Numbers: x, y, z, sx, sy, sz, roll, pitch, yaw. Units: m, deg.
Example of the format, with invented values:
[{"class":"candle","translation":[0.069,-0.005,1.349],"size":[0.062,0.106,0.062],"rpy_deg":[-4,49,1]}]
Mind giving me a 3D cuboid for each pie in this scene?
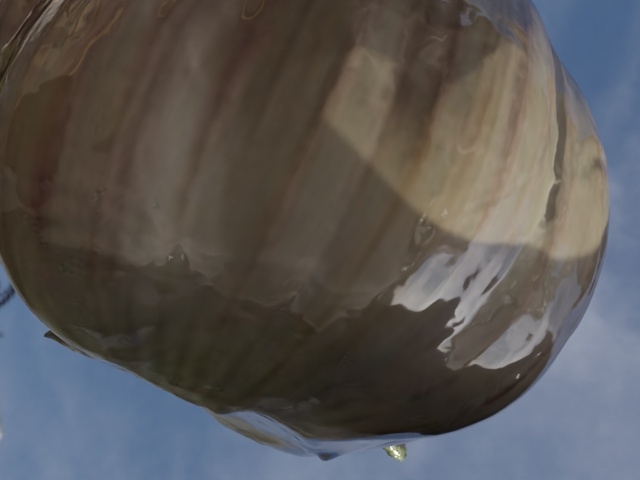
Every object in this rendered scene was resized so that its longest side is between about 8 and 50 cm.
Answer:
[{"class":"pie","translation":[0.052,0.148,0.977],"size":[0.021,0.084,0.084],"rpy_deg":[-28,-117,4]}]

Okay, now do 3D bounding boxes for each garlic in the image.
[{"class":"garlic","translation":[-0.009,-0.040,0.542],"size":[0.317,0.317,0.259],"rpy_deg":[10,-111,38]}]
